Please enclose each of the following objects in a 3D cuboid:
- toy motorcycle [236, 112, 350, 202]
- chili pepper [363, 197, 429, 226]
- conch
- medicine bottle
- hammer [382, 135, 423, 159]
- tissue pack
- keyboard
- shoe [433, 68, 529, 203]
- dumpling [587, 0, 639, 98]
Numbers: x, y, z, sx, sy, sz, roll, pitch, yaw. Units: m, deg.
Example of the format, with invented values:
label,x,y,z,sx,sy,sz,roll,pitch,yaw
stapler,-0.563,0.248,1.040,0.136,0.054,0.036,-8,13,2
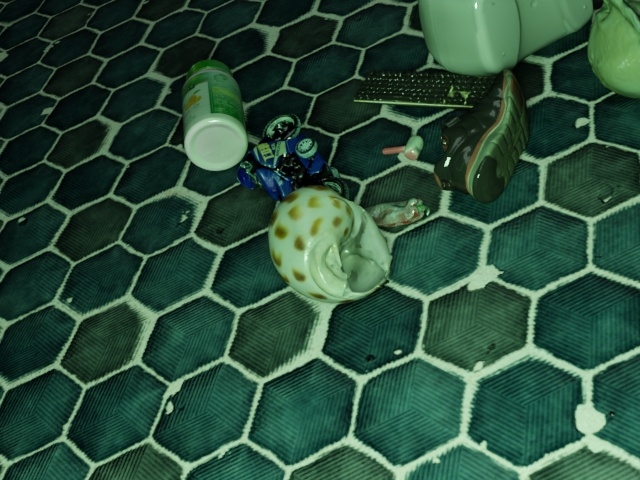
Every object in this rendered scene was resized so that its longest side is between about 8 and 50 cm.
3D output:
label,x,y,z,sx,sy,sz,roll,pitch,yaw
toy motorcycle,-0.061,-0.117,1.750,0.169,0.113,0.315,-35,48,3
chili pepper,0.130,-0.047,1.627,0.153,0.041,0.050,-11,19,39
conch,0.000,0.000,1.543,0.149,0.182,0.275,-45,42,43
medicine bottle,-0.229,-0.276,1.981,0.133,0.133,0.274,-19,39,6
hammer,0.154,-0.173,1.764,0.083,0.031,0.052,-4,40,32
tissue pack,0.351,-0.476,1.831,0.333,0.229,0.236,-32,34,-21
keyboard,0.219,-0.309,1.882,0.317,0.027,0.106,8,50,33
shoe,0.284,-0.183,1.655,0.137,0.114,0.291,2,50,35
dumpling,0.565,-0.352,1.638,0.270,0.212,0.320,3,16,-25
